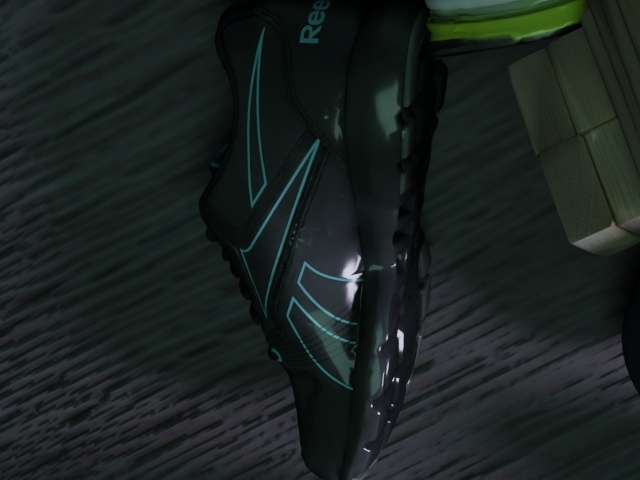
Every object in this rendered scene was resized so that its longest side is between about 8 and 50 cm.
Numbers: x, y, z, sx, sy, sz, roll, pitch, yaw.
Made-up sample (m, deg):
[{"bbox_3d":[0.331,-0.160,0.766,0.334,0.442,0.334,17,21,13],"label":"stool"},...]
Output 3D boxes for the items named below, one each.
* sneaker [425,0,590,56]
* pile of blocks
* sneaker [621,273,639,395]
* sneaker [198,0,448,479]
[{"bbox_3d":[0.169,-0.179,0.710,0.300,0.111,0.121,-22,102,2],"label":"sneaker"},{"bbox_3d":[0.172,-0.078,0.586,0.149,0.113,0.362,-14,163,-11],"label":"pile of blocks"},{"bbox_3d":[0.206,0.022,0.740,0.127,0.126,0.321,-19,169,-29],"label":"sneaker"},{"bbox_3d":[0.000,0.000,0.832,0.106,0.101,0.267,10,119,13],"label":"sneaker"}]
